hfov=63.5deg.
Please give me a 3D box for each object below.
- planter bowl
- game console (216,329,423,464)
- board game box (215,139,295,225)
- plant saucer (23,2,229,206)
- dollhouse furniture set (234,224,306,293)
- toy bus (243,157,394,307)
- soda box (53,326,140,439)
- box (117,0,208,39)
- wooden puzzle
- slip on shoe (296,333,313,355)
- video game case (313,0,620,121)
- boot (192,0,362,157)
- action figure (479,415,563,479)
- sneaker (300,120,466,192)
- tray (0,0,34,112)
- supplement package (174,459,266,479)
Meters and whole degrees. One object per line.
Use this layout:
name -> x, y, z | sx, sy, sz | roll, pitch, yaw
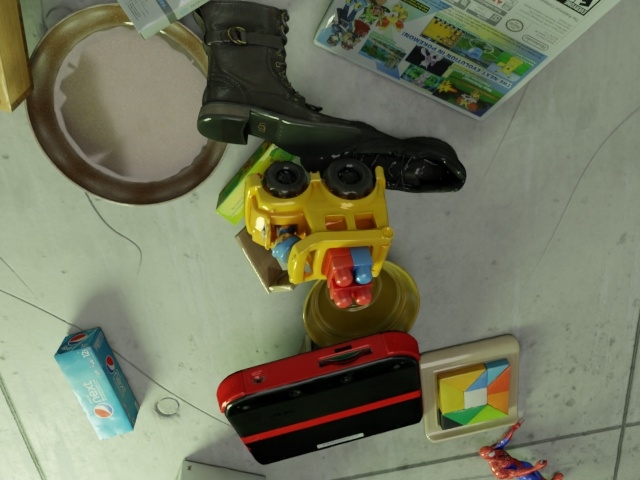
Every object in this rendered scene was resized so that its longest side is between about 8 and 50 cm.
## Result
planter bowl -> 0.070, 0.109, 0.980 | 0.218, 0.090, 0.217 | -3, 116, -7
game console -> 0.016, 0.325, 1.037 | 0.387, 0.060, 0.341 | -15, 138, -1
board game box -> -0.100, -0.117, 0.862 | 0.043, 0.092, 0.181 | 38, 103, -19
plant saucer -> -0.295, -0.207, 0.821 | 0.311, 0.050, 0.310 | -3, 112, -7
dollhouse furniture set -> -0.028, -0.005, 0.892 | 0.151, 0.144, 0.123 | -9, 119, 36
toy bus -> 0.000, 0.000, 0.779 | 0.221, 0.211, 0.149 | -3, 147, -10
soda box -> -0.424, 0.276, 0.994 | 0.071, 0.067, 0.209 | -15, 113, -1
box -> -0.214, -0.396, 0.726 | 0.186, 0.038, 0.145 | -33, 98, -4
wooden puzzle -> 0.333, 0.335, 1.139 | 0.221, 0.044, 0.238 | -12, 113, -3
slip on shoe -> -0.037, 0.249, 1.051 | 0.041, 0.051, 0.135 | 5, 118, 3
video game case -> 0.194, -0.327, 0.745 | 0.329, 0.036, 0.300 | 19, 151, -16
boot -> -0.063, -0.251, 0.766 | 0.263, 0.091, 0.228 | 7, 69, -17
action figure -> 0.501, 0.521, 1.217 | 0.281, 0.091, 0.139 | 28, 113, -19
sneaker -> 0.110, -0.133, 0.866 | 0.287, 0.130, 0.108 | 1, 113, -7
tray -> -0.600, -0.319, 0.653 | 0.412, 0.076, 0.202 | 15, 136, -6
supplement package -> -0.249, 0.657, 1.107 | 0.200, 0.198, 0.262 | 19, 109, -14
